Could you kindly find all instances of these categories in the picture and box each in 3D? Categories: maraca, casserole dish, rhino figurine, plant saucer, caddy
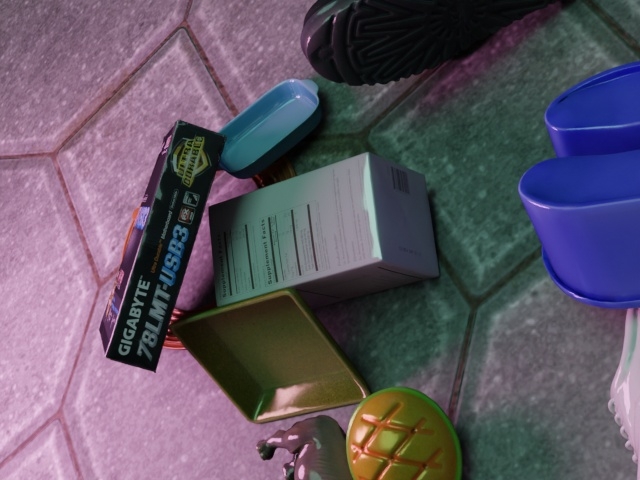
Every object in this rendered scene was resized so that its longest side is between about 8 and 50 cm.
[{"bbox_3d":[0.097,0.250,1.202,0.127,0.099,0.185,-24,79,20],"label":"maraca"},{"bbox_3d":[-0.074,-0.153,1.557,0.188,0.037,0.114,-40,42,-3],"label":"casserole dish"},{"bbox_3d":[0.010,0.306,1.256,0.106,0.073,0.243,-39,50,21],"label":"rhino figurine"},{"bbox_3d":[-0.055,0.132,1.341,0.188,0.188,0.045,-17,33,32],"label":"plant saucer"},{"bbox_3d":[0.364,-0.052,1.088,0.341,0.179,0.241,-8,40,37],"label":"caddy"}]

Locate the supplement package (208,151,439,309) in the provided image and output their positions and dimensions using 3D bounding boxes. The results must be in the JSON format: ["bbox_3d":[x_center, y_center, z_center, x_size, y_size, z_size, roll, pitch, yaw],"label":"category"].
[{"bbox_3d":[0.000,0.000,1.359,0.244,0.139,0.133,-16,72,31],"label":"supplement package"}]

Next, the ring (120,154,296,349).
[{"bbox_3d":[-0.171,-0.006,1.591,0.337,0.032,0.336,-18,58,32],"label":"ring"}]

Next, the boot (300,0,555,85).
[{"bbox_3d":[0.086,-0.421,1.454,0.367,0.146,0.445,-20,51,-6],"label":"boot"}]

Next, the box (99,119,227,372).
[{"bbox_3d":[-0.207,0.002,1.425,0.295,0.073,0.293,-168,95,-78],"label":"box"}]

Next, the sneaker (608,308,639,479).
[{"bbox_3d":[0.328,0.172,1.069,0.091,0.094,0.258,-16,51,49],"label":"sneaker"}]
